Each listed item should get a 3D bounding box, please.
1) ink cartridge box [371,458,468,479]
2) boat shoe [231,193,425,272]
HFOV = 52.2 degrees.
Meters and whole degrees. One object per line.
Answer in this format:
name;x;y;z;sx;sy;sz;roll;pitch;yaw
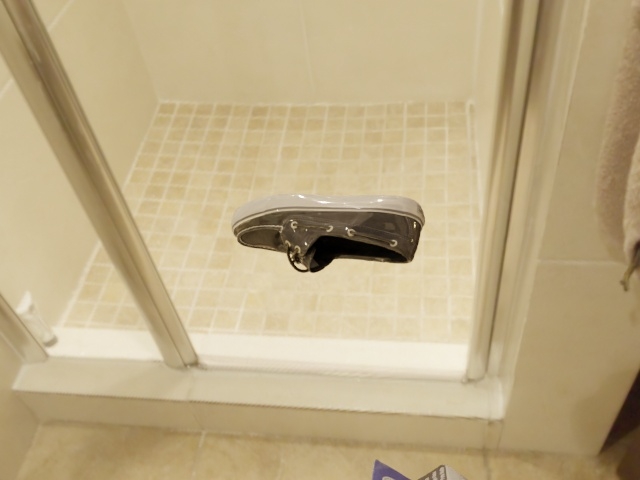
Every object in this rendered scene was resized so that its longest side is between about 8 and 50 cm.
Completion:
ink cartridge box;0.146;0.291;0.591;0.224;0.223;0.045;34;99;3
boat shoe;0.000;0.000;0.720;0.228;0.080;0.076;0;61;18
